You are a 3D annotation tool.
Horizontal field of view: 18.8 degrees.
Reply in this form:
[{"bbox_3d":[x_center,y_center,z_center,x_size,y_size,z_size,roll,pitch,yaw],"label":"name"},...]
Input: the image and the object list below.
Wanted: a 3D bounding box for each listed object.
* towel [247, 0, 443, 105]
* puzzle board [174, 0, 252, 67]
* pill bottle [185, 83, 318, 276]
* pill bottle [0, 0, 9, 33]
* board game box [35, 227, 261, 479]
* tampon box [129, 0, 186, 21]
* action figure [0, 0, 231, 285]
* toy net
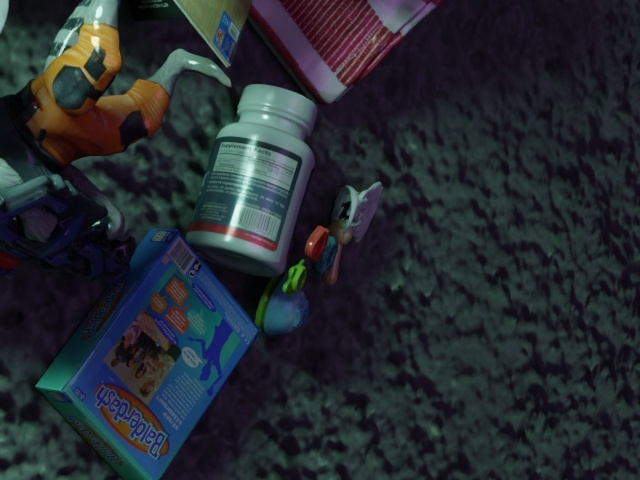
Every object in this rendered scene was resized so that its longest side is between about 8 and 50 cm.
[{"bbox_3d":[0.057,-0.328,2.063,0.329,0.037,0.237,-43,122,-7],"label":"towel"},{"bbox_3d":[-0.102,-0.233,1.816,0.096,0.011,0.128,52,33,-31],"label":"puzzle board"},{"bbox_3d":[-0.065,-0.063,1.993,0.108,0.108,0.180,28,73,-41],"label":"pill bottle"},{"bbox_3d":[-0.362,-0.199,1.634,0.119,0.208,0.119,-2,93,-43],"label":"pill bottle"},{"bbox_3d":[-0.169,0.117,1.943,0.160,0.047,0.210,53,57,-32],"label":"board game box"},{"bbox_3d":[-0.133,-0.308,1.908,0.101,0.120,0.161,-29,112,-38],"label":"tampon box"},{"bbox_3d":[-0.241,-0.081,1.780,0.330,0.178,0.341,-44,164,-6],"label":"action figure"},{"bbox_3d":[0.000,0.000,2.080,0.232,0.045,0.122,-56,158,-38],"label":"toy net"}]
